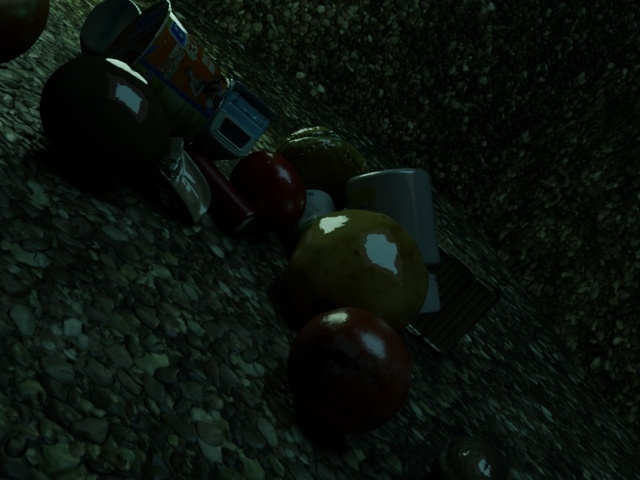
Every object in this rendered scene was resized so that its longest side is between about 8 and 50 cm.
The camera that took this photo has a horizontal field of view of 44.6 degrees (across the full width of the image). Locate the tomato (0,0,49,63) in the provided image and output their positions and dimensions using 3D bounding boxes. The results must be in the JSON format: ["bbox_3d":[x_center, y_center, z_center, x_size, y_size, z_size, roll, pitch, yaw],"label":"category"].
[{"bbox_3d":[-0.629,-0.436,1.389,0.270,0.223,0.270,29,44,-32],"label":"tomato"}]

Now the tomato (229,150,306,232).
[{"bbox_3d":[-0.125,-0.108,1.772,0.136,0.195,0.195,-25,63,-35],"label":"tomato"}]

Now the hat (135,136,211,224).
[{"bbox_3d":[-0.317,-0.114,1.585,0.166,0.144,0.173,-59,144,-68],"label":"hat"}]

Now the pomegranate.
[{"bbox_3d":[0.069,0.079,1.594,0.307,0.307,0.307,38,17,-14],"label":"pomegranate"}]

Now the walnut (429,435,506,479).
[{"bbox_3d":[0.258,0.419,1.372,0.140,0.140,0.162,45,21,10],"label":"walnut"}]

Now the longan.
[{"bbox_3d":[-0.386,-0.226,1.416,0.246,0.215,0.246,35,40,-36],"label":"longan"}]

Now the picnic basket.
[{"bbox_3d":[0.288,0.117,2.039,0.313,0.228,0.175,43,15,6],"label":"picnic basket"}]

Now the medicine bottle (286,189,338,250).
[{"bbox_3d":[0.000,0.000,1.850,0.139,0.139,0.237,27,28,-40],"label":"medicine bottle"}]

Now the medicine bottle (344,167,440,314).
[{"bbox_3d":[0.176,0.012,1.859,0.208,0.208,0.339,4,78,-64],"label":"medicine bottle"}]

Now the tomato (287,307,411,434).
[{"bbox_3d":[0.044,0.215,1.289,0.208,0.208,0.184,45,10,10],"label":"tomato"}]

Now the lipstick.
[{"bbox_3d":[-0.232,-0.112,1.714,0.241,0.080,0.080,48,18,18],"label":"lipstick"}]

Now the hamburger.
[{"bbox_3d":[-0.018,-0.152,1.964,0.285,0.265,0.134,26,25,-38],"label":"hamburger"}]

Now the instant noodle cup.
[{"bbox_3d":[-0.351,-0.341,1.701,0.214,0.296,0.296,41,15,-30],"label":"instant noodle cup"}]

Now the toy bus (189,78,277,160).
[{"bbox_3d":[-0.242,-0.269,1.834,0.133,0.164,0.271,39,-16,-28],"label":"toy bus"}]

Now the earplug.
[{"bbox_3d":[-0.443,-0.476,2.023,0.185,0.185,0.324,49,12,23],"label":"earplug"}]
